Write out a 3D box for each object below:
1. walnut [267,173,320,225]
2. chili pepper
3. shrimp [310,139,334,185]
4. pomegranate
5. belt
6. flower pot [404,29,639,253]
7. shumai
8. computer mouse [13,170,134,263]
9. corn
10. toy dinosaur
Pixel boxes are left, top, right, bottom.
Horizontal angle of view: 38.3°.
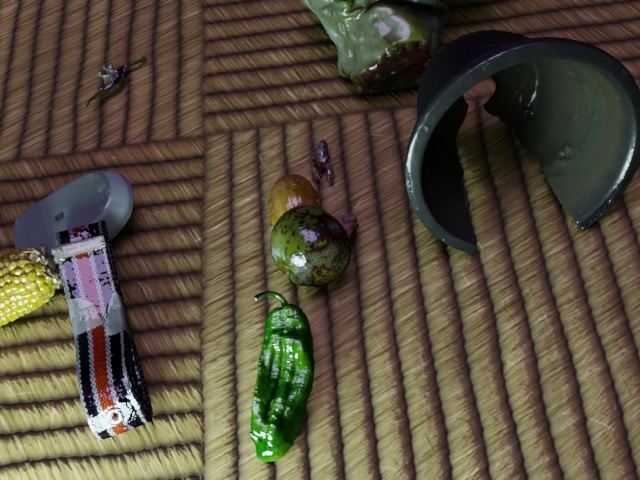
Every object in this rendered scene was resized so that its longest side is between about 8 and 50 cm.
[{"bbox_3d":[-0.049,-0.069,1.558,0.091,0.052,0.121,-12,53,3],"label":"walnut"},{"bbox_3d":[-0.058,0.196,1.363,0.100,0.074,0.257,1,57,8],"label":"chili pepper"},{"bbox_3d":[0.000,-0.134,1.611,0.038,0.029,0.092,-10,59,-1],"label":"shrimp"},{"bbox_3d":[-0.005,0.011,1.472,0.138,0.163,0.126,25,101,39],"label":"pomegranate"},{"bbox_3d":[-0.338,0.134,1.423,0.094,0.126,0.360,-15,59,-9],"label":"belt"},{"bbox_3d":[0.292,-0.198,1.468,0.379,0.379,0.251,-12,37,-1],"label":"flower pot"},{"bbox_3d":[0.108,-0.399,1.713,0.309,0.304,0.264,-5,88,-4],"label":"shumai"},{"bbox_3d":[-0.417,-0.032,1.571,0.230,0.079,0.128,-27,55,9],"label":"computer mouse"},{"bbox_3d":[-0.563,0.109,1.472,0.305,0.106,0.106,-28,56,-6],"label":"corn"},{"bbox_3d":[-0.410,-0.312,1.782,0.058,0.037,0.180,20,59,25],"label":"toy dinosaur"}]
